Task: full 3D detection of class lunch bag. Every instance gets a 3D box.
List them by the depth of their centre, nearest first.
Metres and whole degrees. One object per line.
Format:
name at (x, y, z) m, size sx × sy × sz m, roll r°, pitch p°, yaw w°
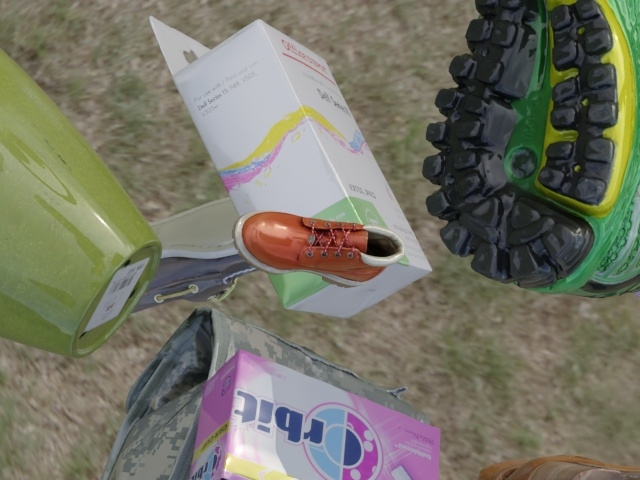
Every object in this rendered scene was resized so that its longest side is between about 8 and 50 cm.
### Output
lunch bag at (-0.056, 0.220, 1.211) m, size 0.235 × 0.169 × 0.287 m, roll 28°, pitch 76°, yaw -26°

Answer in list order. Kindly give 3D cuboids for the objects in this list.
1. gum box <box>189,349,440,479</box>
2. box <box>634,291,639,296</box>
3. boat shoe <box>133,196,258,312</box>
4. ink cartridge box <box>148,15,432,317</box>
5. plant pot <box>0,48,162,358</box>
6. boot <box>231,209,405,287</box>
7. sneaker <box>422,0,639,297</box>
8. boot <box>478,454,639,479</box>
gum box at (0.002, 0.169, 1.080) m, size 0.188 × 0.062 × 0.107 m, roll 23°, pitch 48°, yaw -20°
box at (0.307, -0.074, 1.099) m, size 0.243 × 0.213 × 0.117 m, roll 53°, pitch 49°, yaw -38°
boat shoe at (-0.158, 0.026, 1.790) m, size 0.324 × 0.116 × 0.097 m, roll -12°, pitch 121°, yaw 17°
ink cartridge box at (-0.031, -0.101, 1.568) m, size 0.119 × 0.207 × 0.353 m, roll -31°, pitch 76°, yaw 15°
plant pot at (-0.306, -0.026, 1.389) m, size 0.293 × 0.275 × 0.275 m, roll 35°, pitch 83°, yaw 11°
boot at (0.000, 0.000, 1.324) m, size 0.158 × 0.084 × 0.059 m, roll 12°, pitch 71°, yaw -32°
sneaker at (0.144, -0.135, 0.780) m, size 0.146 × 0.134 × 0.343 m, roll 20°, pitch 77°, yaw -50°
boot at (0.337, 0.304, 1.676) m, size 0.283 × 0.220 × 0.109 m, roll 8°, pitch 82°, yaw -20°
